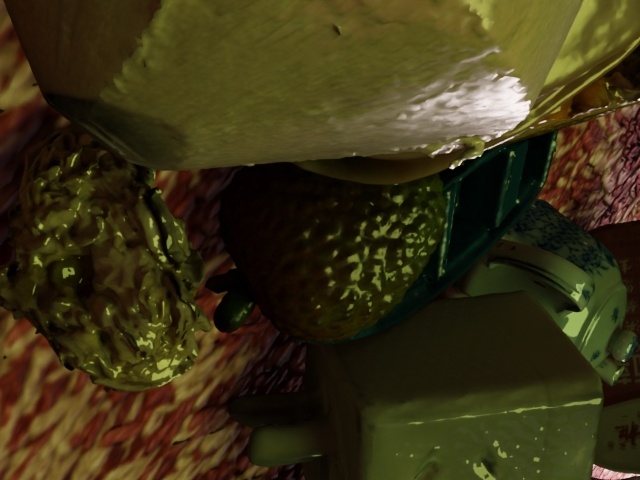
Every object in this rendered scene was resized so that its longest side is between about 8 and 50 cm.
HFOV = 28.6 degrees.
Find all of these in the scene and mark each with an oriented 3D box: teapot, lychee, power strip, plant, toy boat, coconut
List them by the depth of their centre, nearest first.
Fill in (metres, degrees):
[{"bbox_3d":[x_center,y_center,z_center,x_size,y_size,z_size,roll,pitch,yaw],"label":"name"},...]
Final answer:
[{"bbox_3d":[-0.010,-0.136,0.421,0.244,0.239,0.239,-61,153,-2],"label":"coconut"},{"bbox_3d":[-0.082,0.005,0.569,0.122,0.104,0.117,-8,111,-65],"label":"plant"},{"bbox_3d":[0.000,0.000,0.683,0.146,0.114,0.114,-30,153,9],"label":"lychee"},{"bbox_3d":[0.054,0.129,0.822,0.224,0.139,0.140,-5,118,-13],"label":"power strip"},{"bbox_3d":[0.063,-0.015,0.838,0.299,0.061,0.096,-35,143,-42],"label":"toy boat"},{"bbox_3d":[0.195,0.057,1.039,0.159,0.159,0.232,-57,152,-10],"label":"teapot"}]

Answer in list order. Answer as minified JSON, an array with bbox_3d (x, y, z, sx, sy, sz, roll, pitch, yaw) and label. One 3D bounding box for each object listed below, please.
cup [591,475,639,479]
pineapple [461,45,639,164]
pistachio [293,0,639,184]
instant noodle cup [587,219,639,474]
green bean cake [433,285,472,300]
[{"bbox_3d":[0.180,0.352,1.263,0.347,0.163,0.347,-40,146,-35],"label":"cup"},{"bbox_3d":[0.164,-0.139,0.773,0.249,0.164,0.140,-16,92,-37],"label":"pineapple"},{"bbox_3d":[0.088,-0.150,0.629,0.293,0.181,0.162,-41,163,-21],"label":"pistachio"},{"bbox_3d":[0.318,0.105,1.227,0.235,0.234,0.178,-64,161,3],"label":"instant noodle cup"},{"bbox_3d":[0.069,0.113,0.972,0.135,0.056,0.135,-41,148,-35],"label":"green bean cake"}]
